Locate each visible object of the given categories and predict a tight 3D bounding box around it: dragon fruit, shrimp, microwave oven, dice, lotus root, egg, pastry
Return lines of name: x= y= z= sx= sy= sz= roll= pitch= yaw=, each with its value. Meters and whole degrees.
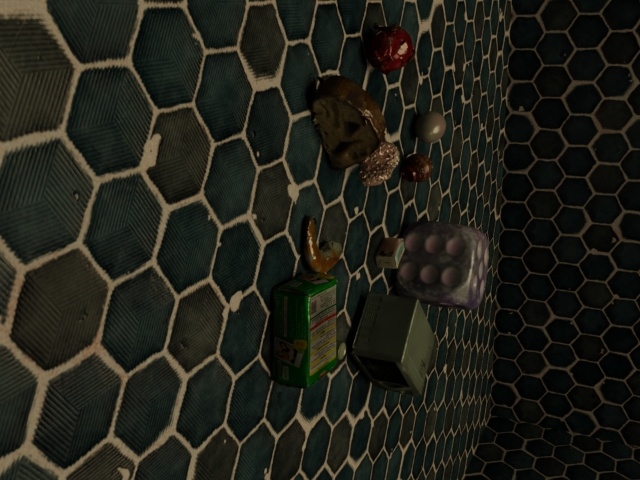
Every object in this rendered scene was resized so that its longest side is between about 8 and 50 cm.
dragon fruit: x=0.197 y=-0.531 z=1.873 sx=0.166 sy=0.133 sz=0.136 roll=-59 pitch=156 yaw=-60
shrimp: x=0.000 y=0.000 z=1.705 sx=0.161 sy=0.049 sz=0.166 roll=-43 pitch=126 yaw=-52
microwave oven: x=0.220 y=0.319 z=2.083 sx=0.295 sy=0.181 sz=0.237 roll=58 pitch=43 yaw=-53
dice: x=0.419 y=0.088 z=2.334 sx=0.271 sy=0.270 sz=0.270 roll=27 pitch=71 yaw=-63
lotus root: x=0.071 y=-0.277 z=1.646 sx=0.260 sy=0.170 sz=0.074 roll=64 pitch=37 yaw=-42
egg: x=0.373 y=-0.386 z=2.312 sx=0.135 sy=0.103 sz=0.103 roll=-49 pitch=139 yaw=-48
pastry: x=0.148 y=-0.220 z=1.802 sx=0.265 sy=0.103 sz=0.112 roll=-89 pitch=-163 yaw=-71

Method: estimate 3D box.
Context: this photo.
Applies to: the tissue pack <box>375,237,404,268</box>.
tissue pack: x=0.220 y=0.038 z=2.135 sx=0.094 sy=0.074 sz=0.058 roll=-63 pitch=145 yaw=-42

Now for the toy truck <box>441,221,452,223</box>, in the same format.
toy truck: x=0.507 y=-0.025 z=2.752 sx=0.062 sy=0.052 sz=0.123 roll=-57 pitch=144 yaw=-35

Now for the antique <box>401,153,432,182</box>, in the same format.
antique: x=0.326 y=-0.241 z=2.253 sx=0.104 sy=0.104 sz=0.104 roll=-27 pitch=121 yaw=-60

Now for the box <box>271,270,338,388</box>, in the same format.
box: x=-0.034 y=0.209 z=1.612 sx=0.180 sy=0.103 sz=0.249 roll=-20 pitch=113 yaw=-62

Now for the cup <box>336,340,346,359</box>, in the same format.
cup: x=0.016 y=0.274 z=1.753 sx=0.075 sy=0.083 sz=0.054 roll=57 pitch=47 yaw=-51
